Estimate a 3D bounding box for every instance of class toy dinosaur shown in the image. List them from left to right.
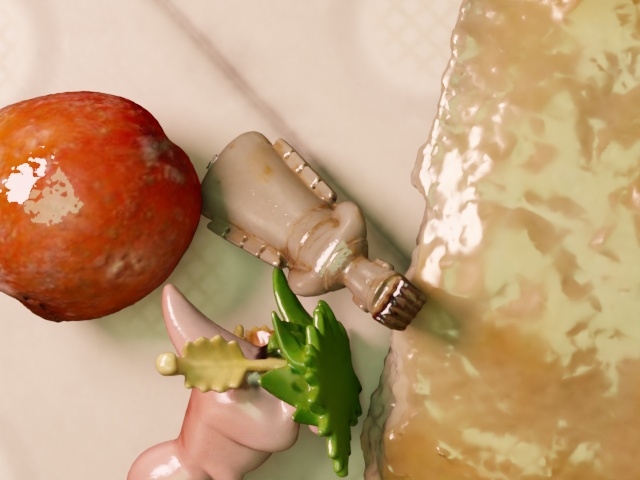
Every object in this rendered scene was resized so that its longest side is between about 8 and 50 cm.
[{"bbox_3d":[-0.066,0.113,1.367,0.177,0.152,0.194,-11,123,13],"label":"toy dinosaur"}]

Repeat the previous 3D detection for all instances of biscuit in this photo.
[{"bbox_3d":[0.241,0.029,1.307,0.446,0.104,0.429,21,91,13],"label":"biscuit"}]

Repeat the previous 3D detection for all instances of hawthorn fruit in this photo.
[{"bbox_3d":[-0.172,-0.029,1.368,0.173,0.173,0.173,-1,86,12],"label":"hawthorn fruit"}]

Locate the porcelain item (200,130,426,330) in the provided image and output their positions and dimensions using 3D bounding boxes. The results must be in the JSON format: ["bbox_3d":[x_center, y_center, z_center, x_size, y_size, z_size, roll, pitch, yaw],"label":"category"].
[{"bbox_3d":[0.000,0.000,1.338,0.213,0.054,0.084,37,96,41],"label":"porcelain item"}]
